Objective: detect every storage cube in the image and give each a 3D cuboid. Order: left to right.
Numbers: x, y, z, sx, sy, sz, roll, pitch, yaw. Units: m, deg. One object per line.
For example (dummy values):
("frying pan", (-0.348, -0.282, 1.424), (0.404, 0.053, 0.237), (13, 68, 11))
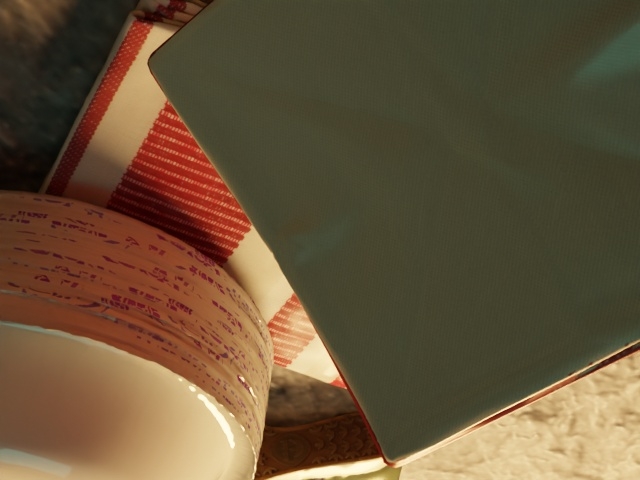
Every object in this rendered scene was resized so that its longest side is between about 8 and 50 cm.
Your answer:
("storage cube", (0.089, -0.056, 0.416), (0.215, 0.193, 0.183), (-33, 86, 31))

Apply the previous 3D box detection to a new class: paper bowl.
("paper bowl", (-0.176, 0.110, 0.648), (0.284, 0.148, 0.284), (4, 142, 3))

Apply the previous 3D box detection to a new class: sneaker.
("sneaker", (-0.031, 0.184, 0.806), (0.192, 0.064, 0.086), (-5, 131, 0))

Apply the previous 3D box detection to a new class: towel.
("towel", (0.000, 0.000, 0.640), (0.329, 0.037, 0.237), (22, 134, -19))
